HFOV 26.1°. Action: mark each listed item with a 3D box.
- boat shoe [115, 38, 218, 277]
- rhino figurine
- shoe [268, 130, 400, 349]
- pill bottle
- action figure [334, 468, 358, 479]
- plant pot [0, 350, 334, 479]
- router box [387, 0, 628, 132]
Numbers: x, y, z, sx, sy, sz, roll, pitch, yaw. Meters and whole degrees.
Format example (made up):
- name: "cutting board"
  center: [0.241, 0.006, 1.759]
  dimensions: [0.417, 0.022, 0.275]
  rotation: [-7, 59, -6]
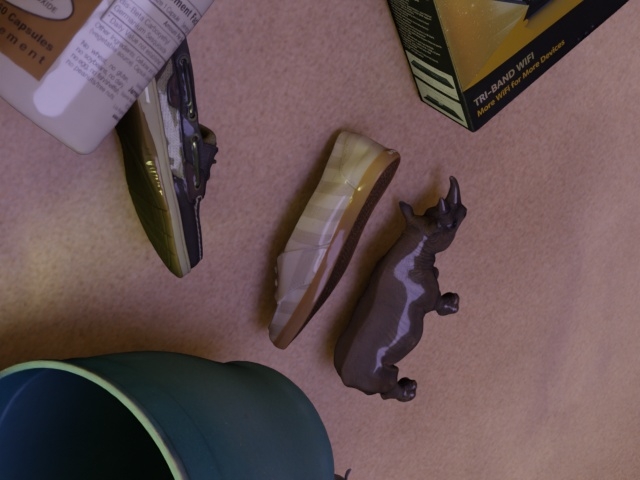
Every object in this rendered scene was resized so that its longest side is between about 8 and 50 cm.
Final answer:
- name: "boat shoe"
  center: [-0.115, -0.070, 1.084]
  dimensions: [0.073, 0.080, 0.224]
  rotation: [-27, 129, -21]
- name: "rhino figurine"
  center: [0.087, 0.048, 1.366]
  dimensions: [0.106, 0.073, 0.243]
  rotation: [6, 112, -48]
- name: "shoe"
  center: [0.000, 0.000, 1.269]
  dimensions: [0.219, 0.058, 0.076]
  rotation: [-62, 170, 17]
- name: "pill bottle"
  center: [-0.140, -0.184, 0.939]
  dimensions: [0.229, 0.131, 0.131]
  rotation: [-52, 140, -1]
- name: "action figure"
  center: [-0.067, 0.302, 1.384]
  dimensions: [0.285, 0.099, 0.185]
  rotation: [-22, 126, -36]
- name: "plant pot"
  center: [-0.128, 0.213, 1.151]
  dimensions: [0.255, 0.271, 0.272]
  rotation: [-10, 125, -56]
- name: "router box"
  center: [0.193, -0.283, 1.221]
  dimensions: [0.309, 0.081, 0.243]
  rotation: [-41, 138, -14]
